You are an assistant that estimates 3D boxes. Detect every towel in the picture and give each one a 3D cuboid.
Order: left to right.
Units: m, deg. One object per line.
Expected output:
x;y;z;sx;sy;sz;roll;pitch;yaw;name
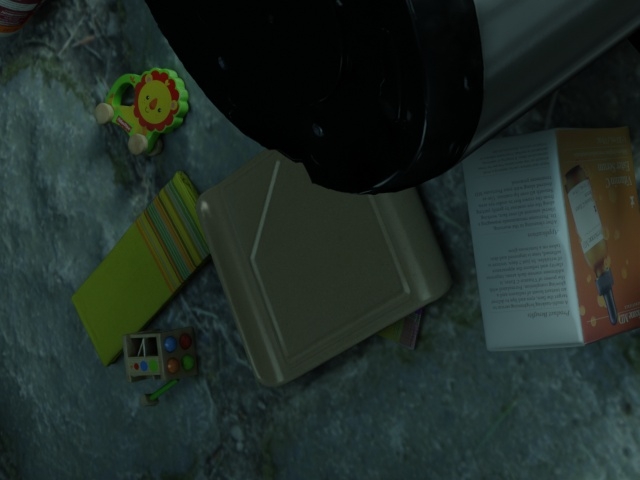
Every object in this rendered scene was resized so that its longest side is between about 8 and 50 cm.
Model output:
-0.193;0.034;1.517;0.237;0.021;0.102;-46;62;34;towel
0.074;0.058;1.310;0.060;0.009;0.083;22;107;36;towel

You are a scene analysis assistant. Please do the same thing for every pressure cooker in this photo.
0.097;-0.282;1.006;0.375;0.420;0.369;29;145;43;pressure cooker

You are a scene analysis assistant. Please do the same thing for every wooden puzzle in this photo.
0.000;0.000;1.340;0.239;0.044;0.221;-31;71;32;wooden puzzle

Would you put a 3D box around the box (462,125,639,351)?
0.195;-0.003;1.129;0.091;0.130;0.170;-8;91;38;box

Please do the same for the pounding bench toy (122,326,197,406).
-0.168;0.138;1.485;0.065;0.052;0.083;-5;92;38;pounding bench toy

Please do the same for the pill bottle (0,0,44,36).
-0.324;-0.334;1.512;0.221;0.121;0.121;-40;71;34;pill bottle

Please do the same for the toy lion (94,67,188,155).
-0.187;-0.146;1.485;0.100;0.034;0.096;40;111;29;toy lion
